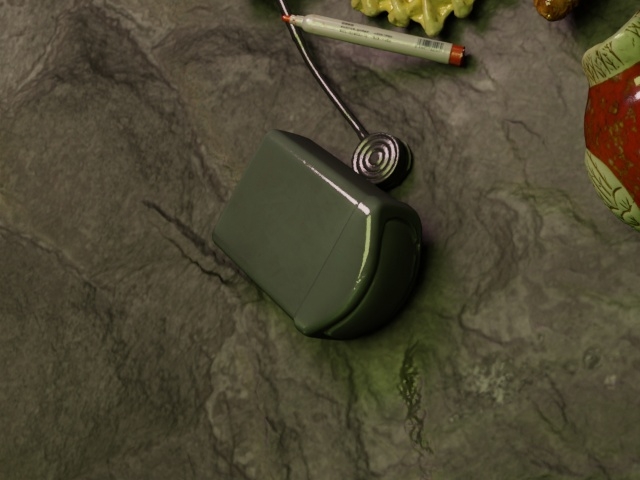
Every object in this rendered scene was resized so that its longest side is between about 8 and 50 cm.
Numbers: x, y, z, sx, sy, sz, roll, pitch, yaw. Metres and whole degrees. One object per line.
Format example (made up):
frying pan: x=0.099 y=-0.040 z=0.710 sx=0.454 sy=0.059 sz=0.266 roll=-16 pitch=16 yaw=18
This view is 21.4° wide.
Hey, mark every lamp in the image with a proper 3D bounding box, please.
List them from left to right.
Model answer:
lamp: x=-0.020 y=-0.216 z=1.989 sx=0.130 sy=0.108 sz=0.371 roll=-29 pitch=62 yaw=19

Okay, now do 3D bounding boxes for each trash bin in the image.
trash bin: x=0.000 y=0.000 z=1.902 sx=0.236 sy=0.101 sz=0.177 roll=39 pitch=109 yaw=36

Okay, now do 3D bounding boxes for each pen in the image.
pen: x=0.060 y=-0.233 z=1.947 sx=0.218 sy=0.026 sz=0.026 roll=13 pitch=80 yaw=8

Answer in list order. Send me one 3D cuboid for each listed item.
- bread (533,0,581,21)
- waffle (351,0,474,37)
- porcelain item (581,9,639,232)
bread: x=0.282 y=-0.344 z=1.869 sx=0.105 sy=0.076 sz=0.233 roll=137 pitch=141 yaw=-61
waffle: x=0.131 y=-0.368 z=1.985 sx=0.250 sy=0.056 sz=0.261 roll=38 pitch=92 yaw=32
porcelain item: x=0.364 y=-0.118 z=1.664 sx=0.253 sy=0.253 sz=0.253 roll=-10 pitch=70 yaw=27
